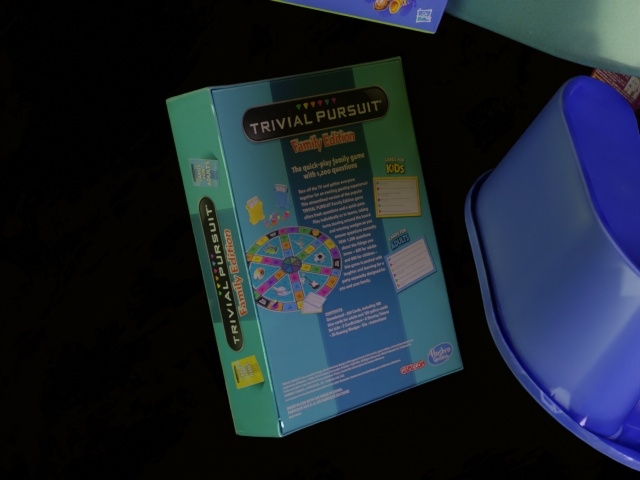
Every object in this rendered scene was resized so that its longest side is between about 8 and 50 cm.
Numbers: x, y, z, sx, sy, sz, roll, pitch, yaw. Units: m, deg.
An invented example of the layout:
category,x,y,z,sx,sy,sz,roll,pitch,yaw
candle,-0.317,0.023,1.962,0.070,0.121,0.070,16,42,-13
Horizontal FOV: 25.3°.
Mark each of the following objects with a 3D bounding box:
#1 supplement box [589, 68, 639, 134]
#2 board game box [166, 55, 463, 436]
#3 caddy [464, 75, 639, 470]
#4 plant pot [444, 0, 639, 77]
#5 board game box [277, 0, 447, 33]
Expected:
category,x,y,z,sx,sy,sz,roll,pitch,yaw
supplement box,0.267,-0.132,1.248,0.055,0.043,0.083,50,135,27
board game box,0.000,0.000,1.435,0.079,0.253,0.336,-8,95,50
caddy,0.245,0.032,1.132,0.179,0.241,0.341,-56,24,34
plant pot,0.255,-0.226,1.152,0.234,0.165,0.165,33,125,30
board game box,-0.022,-0.324,1.258,0.347,0.233,0.078,-98,23,-51
